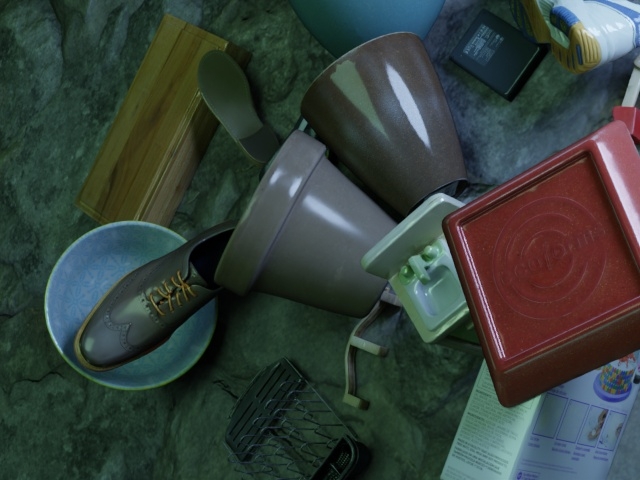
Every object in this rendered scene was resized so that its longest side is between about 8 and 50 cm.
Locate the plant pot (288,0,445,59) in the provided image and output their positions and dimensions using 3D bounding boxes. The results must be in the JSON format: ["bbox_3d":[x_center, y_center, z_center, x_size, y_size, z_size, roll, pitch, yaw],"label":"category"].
[{"bbox_3d":[0.077,-0.388,1.697,0.290,0.290,0.195,14,122,40],"label":"plant pot"}]

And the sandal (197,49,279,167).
[{"bbox_3d":[-0.149,-0.219,1.930,0.088,0.079,0.240,-27,73,-15],"label":"sandal"}]

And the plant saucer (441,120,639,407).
[{"bbox_3d":[0.264,0.022,1.230,0.258,0.048,0.259,-31,58,28],"label":"plant saucer"}]

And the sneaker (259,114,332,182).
[{"bbox_3d":[-0.003,-0.151,1.805,0.097,0.084,0.234,41,105,14],"label":"sneaker"}]

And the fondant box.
[{"bbox_3d":[0.300,0.169,1.344,0.096,0.238,0.330,21,90,42],"label":"fondant box"}]

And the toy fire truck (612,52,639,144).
[{"bbox_3d":[0.467,-0.229,1.456,0.135,0.047,0.192,-3,74,40],"label":"toy fire truck"}]

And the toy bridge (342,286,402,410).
[{"bbox_3d":[0.072,0.161,1.667,0.063,0.026,0.188,18,88,42],"label":"toy bridge"}]

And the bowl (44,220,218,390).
[{"bbox_3d":[-0.328,0.123,1.891,0.156,0.289,0.289,130,146,-73],"label":"bowl"}]

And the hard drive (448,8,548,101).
[{"bbox_3d":[0.267,-0.281,1.647,0.094,0.022,0.135,-55,51,12],"label":"hard drive"}]

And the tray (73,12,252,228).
[{"bbox_3d":[-0.302,-0.206,2.046,0.203,0.076,0.411,31,97,40],"label":"tray"}]

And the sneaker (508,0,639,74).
[{"bbox_3d":[0.362,-0.334,1.544,0.131,0.112,0.296,-19,42,-5],"label":"sneaker"}]

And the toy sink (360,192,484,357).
[{"bbox_3d":[0.194,0.056,1.465,0.153,0.234,0.131,-42,54,20],"label":"toy sink"}]

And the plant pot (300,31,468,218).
[{"bbox_3d":[0.118,-0.154,1.629,0.215,0.215,0.230,-39,71,24],"label":"plant pot"}]

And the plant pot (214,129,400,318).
[{"bbox_3d":[0.000,0.000,1.627,0.229,0.263,0.263,28,96,-1],"label":"plant pot"}]

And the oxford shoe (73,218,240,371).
[{"bbox_3d":[-0.245,0.077,1.764,0.364,0.133,0.130,-40,92,-15],"label":"oxford shoe"}]

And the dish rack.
[{"bbox_3d":[-0.056,0.318,1.691,0.208,0.074,0.271,-54,51,12],"label":"dish rack"}]
